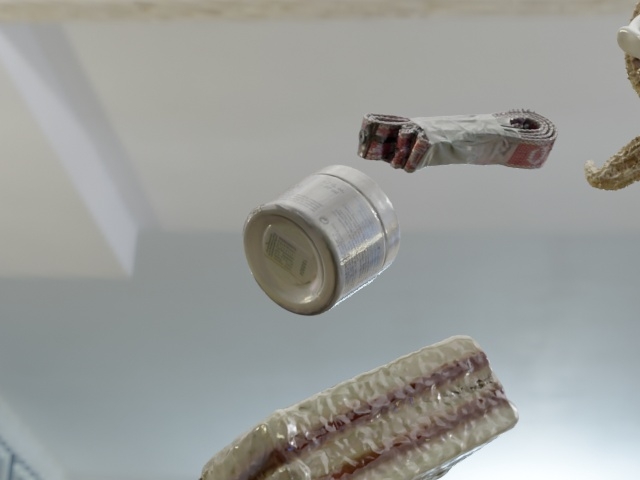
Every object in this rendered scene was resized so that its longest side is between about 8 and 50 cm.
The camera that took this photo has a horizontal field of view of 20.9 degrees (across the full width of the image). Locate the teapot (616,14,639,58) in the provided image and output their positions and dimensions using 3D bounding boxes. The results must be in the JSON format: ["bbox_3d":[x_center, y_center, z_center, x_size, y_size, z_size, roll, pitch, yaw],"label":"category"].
[{"bbox_3d":[0.406,-0.168,1.604,0.300,0.166,0.208,26,-32,54],"label":"teapot"}]

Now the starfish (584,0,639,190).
[{"bbox_3d":[0.447,-0.146,1.938,0.302,0.299,0.060,35,3,26],"label":"starfish"}]

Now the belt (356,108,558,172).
[{"bbox_3d":[0.151,-0.105,1.842,0.232,0.071,0.053,-2,-52,-27],"label":"belt"}]

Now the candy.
[{"bbox_3d":[0.042,0.227,1.898,0.321,0.135,0.179,-22,-13,-35],"label":"candy"}]

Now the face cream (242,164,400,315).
[{"bbox_3d":[0.000,0.000,2.444,0.177,0.177,0.153,-21,8,46],"label":"face cream"}]
